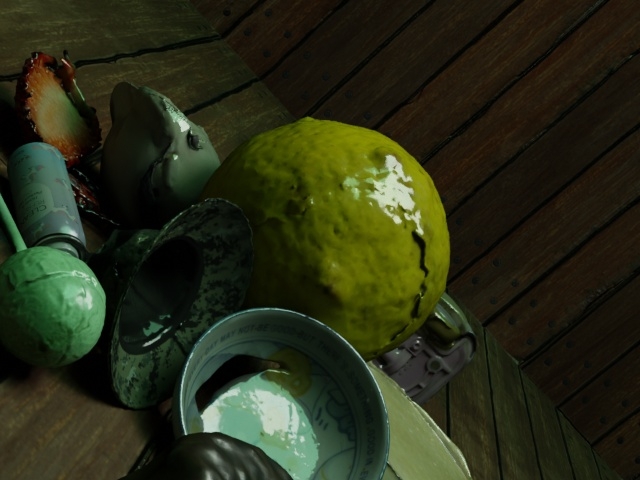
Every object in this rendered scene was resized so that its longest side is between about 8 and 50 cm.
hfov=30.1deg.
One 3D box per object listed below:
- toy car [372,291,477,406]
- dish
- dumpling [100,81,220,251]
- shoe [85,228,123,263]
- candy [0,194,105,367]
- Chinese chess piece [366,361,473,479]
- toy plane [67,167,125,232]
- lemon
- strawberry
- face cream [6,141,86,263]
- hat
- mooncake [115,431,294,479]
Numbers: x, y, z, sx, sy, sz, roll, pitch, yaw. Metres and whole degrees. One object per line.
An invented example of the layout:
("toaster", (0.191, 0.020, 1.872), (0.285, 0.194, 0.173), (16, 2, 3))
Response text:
("toy car", (0.067, 0.118, 2.002), (0.336, 0.242, 0.226), (42, 11, -22))
("dish", (-0.067, 0.229, 1.424), (0.273, 0.134, 0.273), (15, 57, -24))
("dumpling", (-0.252, -0.094, 1.700), (0.205, 0.293, 0.163), (21, 51, 13))
("shoe", (-0.279, 0.040, 1.452), (0.159, 0.053, 0.062), (-70, 157, -56))
("candy", (-0.348, -0.018, 1.322), (0.119, 0.119, 0.440), (37, 10, -44))
("Chinese chess piece", (0.084, 0.320, 1.661), (0.338, 0.140, 0.338), (44, 14, -14))
("toy plane", (-0.318, -0.049, 1.627), (0.145, 0.037, 0.060), (41, 18, -27))
("lemon", (0.000, 0.000, 1.622), (0.350, 0.350, 0.387), (45, 7, -17))
("strawberry", (-0.388, -0.173, 1.644), (0.167, 0.087, 0.208), (63, 18, -9))
("face cream", (-0.328, -0.029, 1.434), (0.075, 0.075, 0.229), (39, 15, -40))
("hat", (-0.203, 0.058, 1.382), (0.128, 0.265, 0.265), (18, -3, 27))
("mooncake", (-0.080, 0.312, 1.056), (0.290, 0.161, 0.290), (48, 12, -14))
